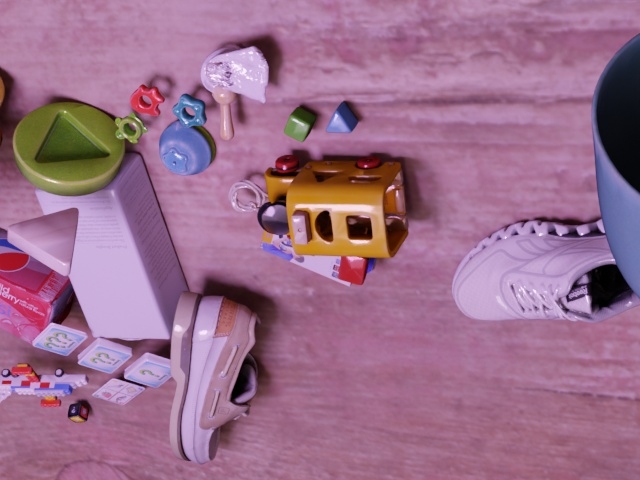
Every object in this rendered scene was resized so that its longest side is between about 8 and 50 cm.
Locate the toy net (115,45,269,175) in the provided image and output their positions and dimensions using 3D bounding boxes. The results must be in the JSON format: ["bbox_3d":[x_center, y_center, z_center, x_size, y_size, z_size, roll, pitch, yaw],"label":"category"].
[{"bbox_3d":[-0.137,-0.164,1.945,0.122,0.045,0.232,41,130,-6],"label":"toy net"}]

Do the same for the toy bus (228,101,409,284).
[{"bbox_3d":[-0.001,-0.033,1.913,0.191,0.104,0.202,40,122,-2],"label":"toy bus"}]

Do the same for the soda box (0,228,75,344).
[{"bbox_3d":[-0.450,0.033,2.213,0.263,0.083,0.092,26,132,6],"label":"soda box"}]

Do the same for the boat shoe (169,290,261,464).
[{"bbox_3d":[-0.132,0.188,2.161,0.103,0.113,0.302,8,140,3],"label":"boat shoe"}]

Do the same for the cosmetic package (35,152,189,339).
[{"bbox_3d":[-0.252,0.009,2.103,0.117,0.085,0.231,1,127,24],"label":"cosmetic package"}]

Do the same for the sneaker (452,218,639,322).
[{"bbox_3d":[0.264,0.042,1.863,0.292,0.118,0.110,-16,119,35],"label":"sneaker"}]

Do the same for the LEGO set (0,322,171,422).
[{"bbox_3d":[-0.318,0.193,2.238,0.182,0.060,0.244,20,149,-23],"label":"LEGO set"}]

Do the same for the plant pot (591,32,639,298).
[{"bbox_3d":[0.401,-0.040,1.634,0.293,0.293,0.235,14,143,15],"label":"plant pot"}]

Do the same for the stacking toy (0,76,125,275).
[{"bbox_3d":[-0.389,-0.052,2.002,0.279,0.309,0.130,15,140,0],"label":"stacking toy"}]

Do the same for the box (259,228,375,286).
[{"bbox_3d":[0.000,0.000,2.014,0.136,0.028,0.081,24,130,10],"label":"box"}]
